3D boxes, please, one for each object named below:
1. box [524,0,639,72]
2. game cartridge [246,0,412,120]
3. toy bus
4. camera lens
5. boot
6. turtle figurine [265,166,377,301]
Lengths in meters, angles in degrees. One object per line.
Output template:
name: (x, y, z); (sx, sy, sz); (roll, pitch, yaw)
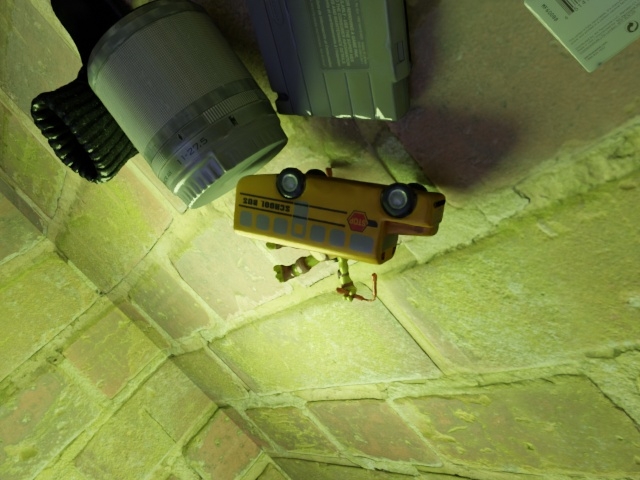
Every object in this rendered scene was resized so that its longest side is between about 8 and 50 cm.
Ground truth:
box: (0.275, -0.241, 0.450); (0.102, 0.087, 0.101); (44, 143, -5)
game cartridge: (-0.001, -0.335, 0.624); (0.230, 0.068, 0.355); (10, 133, 29)
toy bus: (0.025, -0.046, 0.778); (0.332, 0.108, 0.130); (12, 101, 22)
camera lens: (-0.210, -0.217, 0.764); (0.274, 0.219, 0.219); (54, 142, -4)
boot: (-0.423, -0.299, 0.855); (0.348, 0.260, 0.131); (50, 142, -12)
turtle figurine: (0.000, 0.000, 0.929); (0.217, 0.087, 0.270); (-12, 107, 30)
